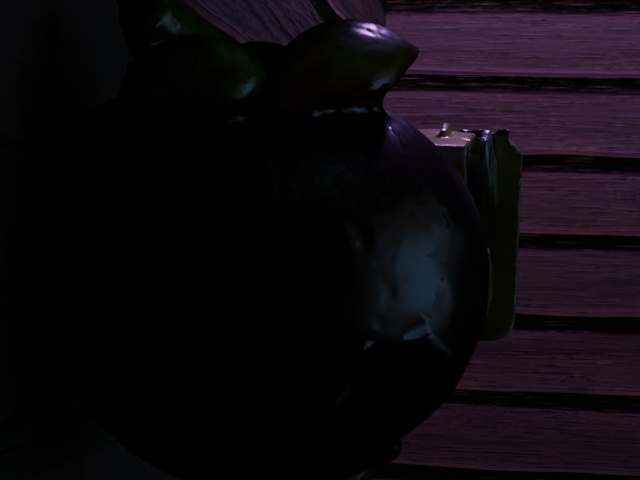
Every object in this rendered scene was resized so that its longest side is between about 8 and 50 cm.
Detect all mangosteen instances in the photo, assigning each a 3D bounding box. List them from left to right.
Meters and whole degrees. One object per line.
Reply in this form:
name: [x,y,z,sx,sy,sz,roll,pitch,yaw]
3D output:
mangosteen: [-0.037,0.016,0.900,0.311,0.311,0.311,2,90,-82]

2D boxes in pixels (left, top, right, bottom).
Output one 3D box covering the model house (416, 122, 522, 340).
model house: [0.000,0.000,1.139,0.323,0.300,0.340,61,33,-65]
